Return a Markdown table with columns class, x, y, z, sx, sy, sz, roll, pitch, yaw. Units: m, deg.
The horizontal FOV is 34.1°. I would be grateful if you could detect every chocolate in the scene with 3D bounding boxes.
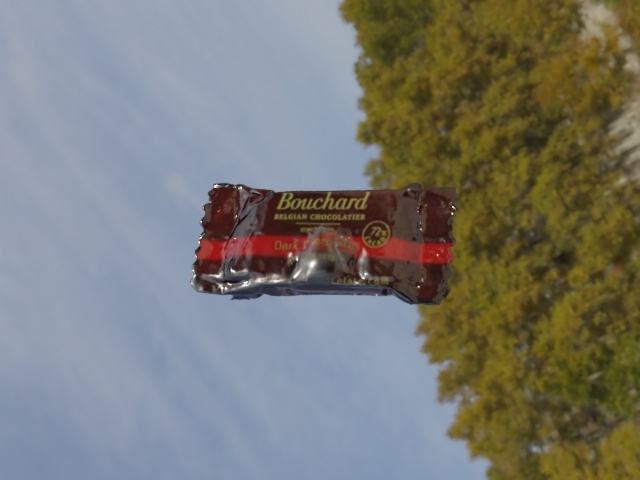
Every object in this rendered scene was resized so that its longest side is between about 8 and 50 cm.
| class | x | y | z | sx | sy | sz | roll | pitch | yaw |
| --- | --- | --- | --- | --- | --- | --- | --- | --- | --- |
| chocolate | 0.000 | 0.000 | 0.676 | 0.028 | 0.182 | 0.086 | 39 | -122 | -59 |
